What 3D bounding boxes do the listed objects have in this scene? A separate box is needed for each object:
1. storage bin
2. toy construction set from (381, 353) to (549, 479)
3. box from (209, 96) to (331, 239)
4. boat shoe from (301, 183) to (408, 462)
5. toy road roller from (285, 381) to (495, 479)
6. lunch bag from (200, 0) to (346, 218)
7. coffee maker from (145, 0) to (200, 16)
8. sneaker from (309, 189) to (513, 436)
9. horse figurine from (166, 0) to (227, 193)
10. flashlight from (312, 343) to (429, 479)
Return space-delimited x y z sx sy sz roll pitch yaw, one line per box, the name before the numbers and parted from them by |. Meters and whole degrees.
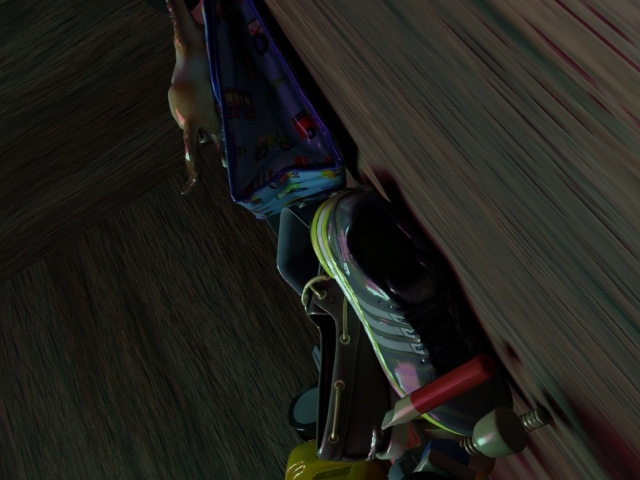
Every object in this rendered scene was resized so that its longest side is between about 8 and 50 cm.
storage bin | 0.000 0.000 0.999 0.098 0.091 0.135 43 145 29
toy construction set | 0.089 0.283 0.640 0.257 0.237 0.309 29 -138 -29
box | -0.079 -0.140 1.286 0.270 0.143 0.165 58 180 -27
boat shoe | 0.031 0.088 0.856 0.116 0.096 0.325 135 133 -70
toy road roller | 0.104 0.352 1.134 0.203 0.329 0.241 58 -154 -32
lunch bag | -0.075 -0.192 0.923 0.221 0.138 0.294 56 -165 -85
coffee maker | -0.215 -0.387 0.998 0.171 0.120 0.178 56 179 19
sneaker | 0.094 0.075 0.749 0.300 0.111 0.121 53 170 2
horse figurine | -0.163 -0.201 0.973 0.174 0.066 0.264 66 -159 -73
flashlight | 0.084 0.245 1.016 0.304 0.103 0.103 -121 12 -51
